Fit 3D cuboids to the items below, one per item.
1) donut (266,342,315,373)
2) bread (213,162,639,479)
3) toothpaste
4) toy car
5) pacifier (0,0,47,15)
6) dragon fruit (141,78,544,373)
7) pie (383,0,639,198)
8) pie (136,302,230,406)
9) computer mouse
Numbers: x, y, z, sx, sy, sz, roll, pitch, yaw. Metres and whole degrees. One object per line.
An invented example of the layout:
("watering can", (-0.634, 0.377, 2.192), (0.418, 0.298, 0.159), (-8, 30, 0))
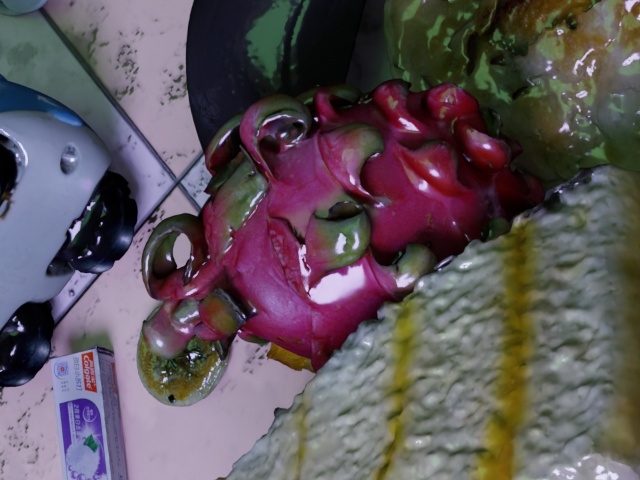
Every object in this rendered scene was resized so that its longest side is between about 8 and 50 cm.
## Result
("donut", (0.002, 0.074, 1.396), (0.083, 0.067, 0.037), (13, 98, 64))
("bread", (0.119, 0.180, 1.143), (0.395, 0.239, 0.264), (-45, 36, 17))
("toothpaste", (-0.164, 0.179, 1.477), (0.047, 0.040, 0.196), (-14, 76, 25))
("toy car", (-0.274, -0.016, 1.489), (0.190, 0.188, 0.255), (47, 110, 36))
("pacifier", (-0.270, -0.234, 1.561), (0.150, 0.117, 0.126), (45, 131, 25))
("dragon fruit", (0.006, -0.008, 1.286), (0.273, 0.218, 0.198), (7, 64, 38))
("pie", (0.177, -0.189, 1.294), (0.339, 0.077, 0.339), (-4, 84, 36))
("pie", (-0.102, 0.083, 1.462), (0.084, 0.021, 0.084), (-5, 80, 32))
("computer mouse", (-0.036, -0.157, 1.400), (0.147, 0.088, 0.264), (18, 89, 53))
